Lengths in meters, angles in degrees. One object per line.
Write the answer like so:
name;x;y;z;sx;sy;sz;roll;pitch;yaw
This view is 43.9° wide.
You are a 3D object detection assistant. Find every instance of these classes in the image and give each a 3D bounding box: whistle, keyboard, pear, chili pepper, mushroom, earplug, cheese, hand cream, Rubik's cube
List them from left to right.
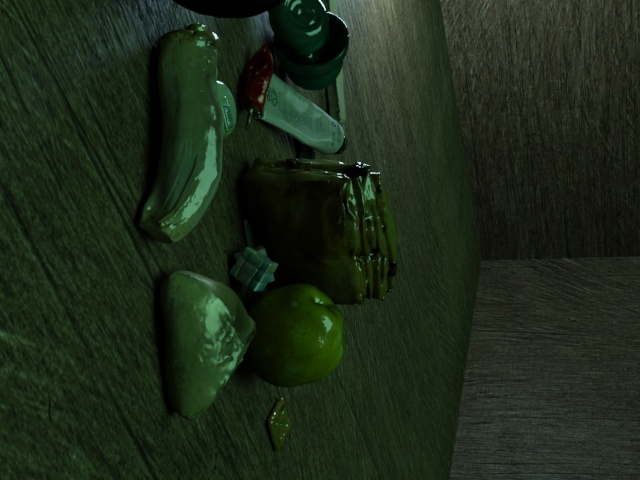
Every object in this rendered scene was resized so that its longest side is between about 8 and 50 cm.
mushroom;-0.211;-0.166;1.235;0.122;0.095;0.352;13;73;-33
whistle;-0.188;-0.269;1.353;0.104;0.057;0.199;-39;125;-59
Rubik's cube;-0.122;0.050;1.478;0.084;0.075;0.073;52;13;16
chili pepper;-0.124;-0.304;1.538;0.050;0.059;0.191;40;52;-53
pear;-0.048;0.178;1.494;0.198;0.198;0.198;-2;90;-70
hand cream;-0.043;-0.265;1.729;0.336;0.076;0.121;25;59;-56
earplug;-0.040;-0.459;1.709;0.257;0.163;0.280;57;-14;36
keyboard;-0.035;-0.156;1.822;0.072;0.023;0.231;15;73;-62
cheese;0.029;-0.498;2.021;0.085;0.034;0.401;-31;118;-73

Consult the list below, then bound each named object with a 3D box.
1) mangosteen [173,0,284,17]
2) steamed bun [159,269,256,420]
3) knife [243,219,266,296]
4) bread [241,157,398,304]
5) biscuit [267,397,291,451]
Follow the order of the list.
mangosteen;-0.134;-0.482;1.166;0.293;0.297;0.297;-64;150;-20
steamed bun;-0.169;0.148;1.297;0.212;0.110;0.231;-32;120;-68
knife;-0.127;0.052;1.555;0.030;0.014;0.207;-63;146;-57
bread;0.000;0.000;1.549;0.167;0.277;0.325;-65;150;-43
biscuit;-0.084;0.378;1.631;0.083;0.018;0.081;-59;142;-56
